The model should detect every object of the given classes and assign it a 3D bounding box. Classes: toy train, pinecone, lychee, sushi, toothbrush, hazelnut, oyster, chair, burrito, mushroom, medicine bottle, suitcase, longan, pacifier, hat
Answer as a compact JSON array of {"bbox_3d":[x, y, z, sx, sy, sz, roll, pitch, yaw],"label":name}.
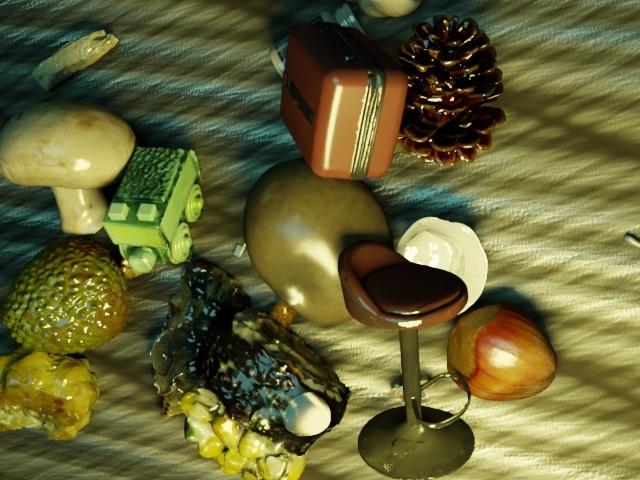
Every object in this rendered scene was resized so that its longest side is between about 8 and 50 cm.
[{"bbox_3d":[-0.347,-0.070,1.553,0.159,0.188,0.272,5,54,11],"label":"toy train"},{"bbox_3d":[0.233,-0.285,1.371,0.246,0.292,0.246,-2,53,3],"label":"pinecone"},{"bbox_3d":[-0.534,0.116,1.607,0.270,0.320,0.270,9,102,45],"label":"lychee"},{"bbox_3d":[-0.130,0.317,1.421,0.328,0.328,0.285,38,92,0],"label":"sushi"},{"bbox_3d":[0.713,0.036,1.384,0.269,0.021,0.027,18,91,14],"label":"toothbrush"},{"bbox_3d":[0.352,0.215,1.420,0.210,0.210,0.186,-29,55,15],"label":"hazelnut"},{"bbox_3d":[-0.297,0.227,1.635,0.221,0.096,0.361,38,99,18],"label":"oyster"},{"bbox_3d":[0.157,0.203,1.314,0.226,0.226,0.401,-2,112,15],"label":"chair"},{"bbox_3d":[-0.572,-0.424,1.698,0.229,0.058,0.063,-28,83,16],"label":"burrito"},{"bbox_3d":[-0.545,-0.156,1.585,0.297,0.297,0.290,4,105,15],"label":"mushroom"},{"bbox_3d":[-0.150,-0.058,1.619,0.022,0.017,0.204,20,98,-6],"label":"toothbrush"},{"bbox_3d":[-0.004,-0.406,1.517,0.191,0.107,0.107,-31,84,14],"label":"medicine bottle"},{"bbox_3d":[0.034,-0.267,1.370,0.161,0.297,0.236,-1,123,-18],"label":"suitcase"},{"bbox_3d":[0.000,0.000,1.451,0.288,0.288,0.350,-31,99,14],"label":"longan"},{"bbox_3d":[0.185,0.293,1.519,0.099,0.081,0.078,-17,60,15],"label":"pacifier"},{"bbox_3d":[0.224,0.045,1.451,0.203,0.126,0.203,-1,98,-4],"label":"hat"}]

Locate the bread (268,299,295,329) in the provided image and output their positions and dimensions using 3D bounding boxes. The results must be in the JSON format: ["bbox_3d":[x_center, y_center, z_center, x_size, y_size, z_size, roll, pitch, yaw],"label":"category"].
[{"bbox_3d":[-0.107,0.200,1.601,0.052,0.044,0.157,29,100,-15],"label":"bread"}]

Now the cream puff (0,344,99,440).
[{"bbox_3d":[-0.648,0.341,1.702,0.281,0.185,0.282,1,131,1],"label":"cream puff"}]

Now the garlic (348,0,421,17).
[{"bbox_3d":[0.076,-0.569,1.445,0.184,0.203,0.281,-11,93,32],"label":"garlic"}]
